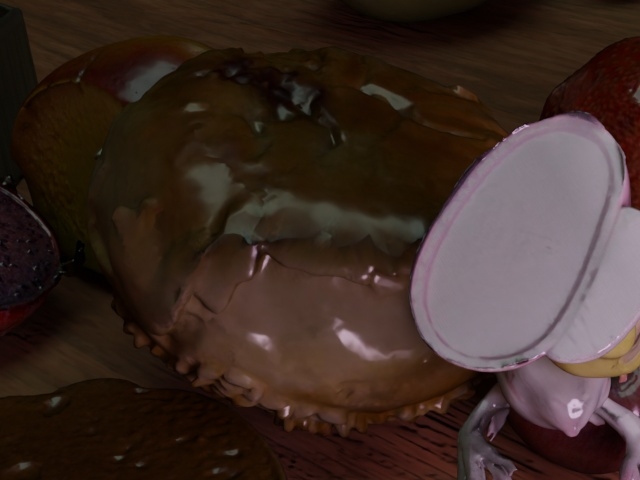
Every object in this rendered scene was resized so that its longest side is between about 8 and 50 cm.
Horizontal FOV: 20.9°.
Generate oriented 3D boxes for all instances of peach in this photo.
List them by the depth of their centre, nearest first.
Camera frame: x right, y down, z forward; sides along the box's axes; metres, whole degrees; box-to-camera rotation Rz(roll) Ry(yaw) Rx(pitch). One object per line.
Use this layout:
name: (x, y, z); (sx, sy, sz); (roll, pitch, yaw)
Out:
peach: (-0.174, -0.076, 1.757); (0.275, 0.248, 0.245); (-4, -10, 36)

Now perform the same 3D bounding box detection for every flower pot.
flower pot: (-0.446, -0.167, 2.030); (0.209, 0.189, 0.239); (-28, 32, -33)

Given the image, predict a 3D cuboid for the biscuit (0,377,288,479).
biscuit: (-0.217, 0.224, 1.345); (0.381, 0.074, 0.359); (-20, 28, -16)

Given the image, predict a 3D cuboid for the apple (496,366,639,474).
apple: (0.214, 0.110, 1.369); (0.153, 0.120, 0.153); (3, 62, -5)

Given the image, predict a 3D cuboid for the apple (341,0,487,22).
apple: (0.118, -0.463, 2.275); (0.357, 0.357, 0.357); (-6, 27, 3)

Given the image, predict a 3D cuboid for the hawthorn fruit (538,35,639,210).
hawthorn fruit: (0.310, -0.104, 1.698); (0.205, 0.205, 0.253); (-15, 28, -13)

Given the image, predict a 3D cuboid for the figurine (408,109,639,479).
figurine: (0.152, 0.117, 1.171); (0.206, 0.315, 0.284); (-10, 59, 10)

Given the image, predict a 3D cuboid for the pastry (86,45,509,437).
pastry: (0.000, 0.000, 1.495); (0.410, 0.245, 0.409); (7, 34, -5)

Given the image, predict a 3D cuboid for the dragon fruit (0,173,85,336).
dragon fruit: (-0.374, 0.039, 1.697); (0.218, 0.148, 0.224); (39, 35, 15)
